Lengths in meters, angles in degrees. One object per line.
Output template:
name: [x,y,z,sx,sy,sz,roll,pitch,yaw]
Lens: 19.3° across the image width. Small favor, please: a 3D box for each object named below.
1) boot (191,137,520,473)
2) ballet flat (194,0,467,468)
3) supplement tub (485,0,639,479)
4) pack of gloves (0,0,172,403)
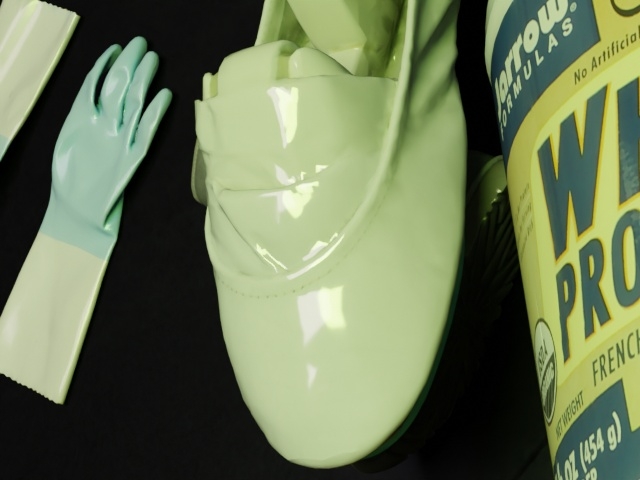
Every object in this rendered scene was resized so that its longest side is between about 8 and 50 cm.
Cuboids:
boot: [0.001,0.002,0.986,0.208,0.076,0.190,25,80,36]
ballet flat: [0.002,-0.091,0.912,0.139,0.139,0.400,-13,54,38]
supplement tub: [0.179,-0.020,0.651,0.228,0.228,0.316,-28,54,32]
pack of gloves: [-0.195,-0.038,1.189,0.195,0.046,0.232,22,92,43]
